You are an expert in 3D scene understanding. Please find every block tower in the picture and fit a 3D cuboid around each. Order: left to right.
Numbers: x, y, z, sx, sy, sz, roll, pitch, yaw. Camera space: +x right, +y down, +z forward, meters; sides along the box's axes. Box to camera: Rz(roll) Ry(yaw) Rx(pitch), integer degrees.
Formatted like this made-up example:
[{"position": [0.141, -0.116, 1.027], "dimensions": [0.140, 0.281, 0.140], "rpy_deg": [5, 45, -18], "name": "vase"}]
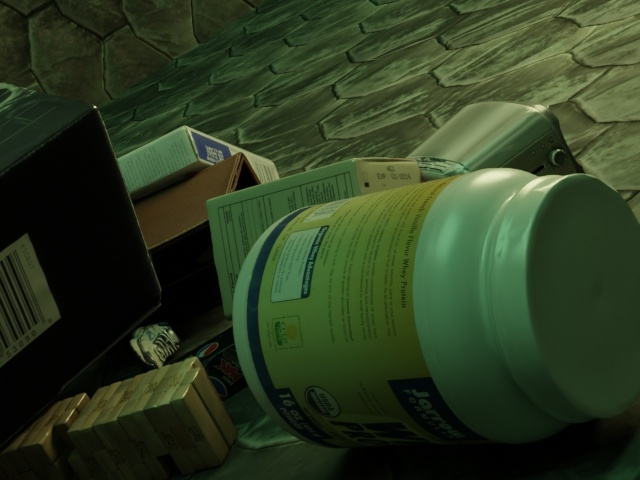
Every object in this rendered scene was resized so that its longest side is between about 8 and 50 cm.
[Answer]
[{"position": [-0.252, 0.225, 1.410], "dimensions": [0.335, 0.097, 0.091], "rpy_deg": [-18, 21, 24], "name": "block tower"}]

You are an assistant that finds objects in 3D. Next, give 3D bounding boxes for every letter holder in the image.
[{"position": [-0.214, 0.038, 1.764], "dimensions": [0.301, 0.152, 0.214], "rpy_deg": [-24, 21, 14], "name": "letter holder"}]

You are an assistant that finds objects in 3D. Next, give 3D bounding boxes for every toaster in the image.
[{"position": [0.189, -0.081, 1.529], "dimensions": [0.146, 0.129, 0.227], "rpy_deg": [-37, 21, -18], "name": "toaster"}]

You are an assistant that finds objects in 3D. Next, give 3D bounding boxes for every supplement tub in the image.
[{"position": [0.104, 0.062, 1.108], "dimensions": [0.316, 0.228, 0.228], "rpy_deg": [-10, 25, 44], "name": "supplement tub"}]

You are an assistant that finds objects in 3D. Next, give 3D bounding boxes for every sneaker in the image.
[{"position": [-0.211, 0.134, 1.659], "dimensions": [0.058, 0.052, 0.135], "rpy_deg": [-24, 19, -1], "name": "sneaker"}]

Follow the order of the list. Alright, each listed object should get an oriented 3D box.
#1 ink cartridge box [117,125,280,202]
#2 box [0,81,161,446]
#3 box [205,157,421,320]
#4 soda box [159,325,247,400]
[{"position": [-0.264, -0.057, 1.982], "dimensions": [0.330, 0.071, 0.324], "rpy_deg": [-25, -13, 17], "name": "ink cartridge box"}, {"position": [-0.531, 0.038, 1.468], "dimensions": [0.471, 0.297, 0.480], "rpy_deg": [15, 44, 36], "name": "box"}, {"position": [0.000, 0.000, 1.497], "dimensions": [0.232, 0.149, 0.126], "rpy_deg": [-13, -5, 39], "name": "box"}, {"position": [-0.143, 0.162, 1.478], "dimensions": [0.169, 0.053, 0.060], "rpy_deg": [-31, 19, -6], "name": "soda box"}]
